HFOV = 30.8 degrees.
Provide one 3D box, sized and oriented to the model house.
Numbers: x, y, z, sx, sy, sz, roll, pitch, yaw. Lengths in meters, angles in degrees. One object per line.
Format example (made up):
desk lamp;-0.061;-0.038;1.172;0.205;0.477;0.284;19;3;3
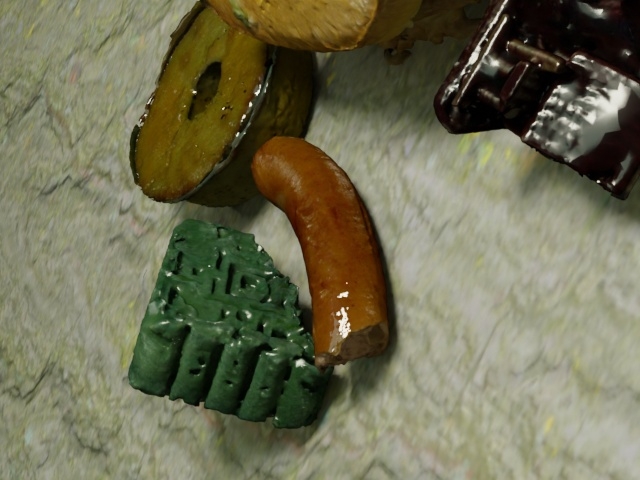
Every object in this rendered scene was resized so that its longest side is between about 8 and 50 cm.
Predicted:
model house;0.206;-0.143;0.872;0.203;0.141;0.164;-65;25;7

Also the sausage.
sausage;0.003;-0.004;1.142;0.103;0.076;0.302;-41;44;24

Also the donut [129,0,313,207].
donut;-0.104;-0.158;1.343;0.272;0.107;0.272;-25;56;42

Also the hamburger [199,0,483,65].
hamburger;0.061;-0.311;1.001;0.287;0.268;0.445;47;154;12

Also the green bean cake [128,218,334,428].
green bean cake;-0.081;0.076;1.181;0.208;0.193;0.107;-84;7;-56
